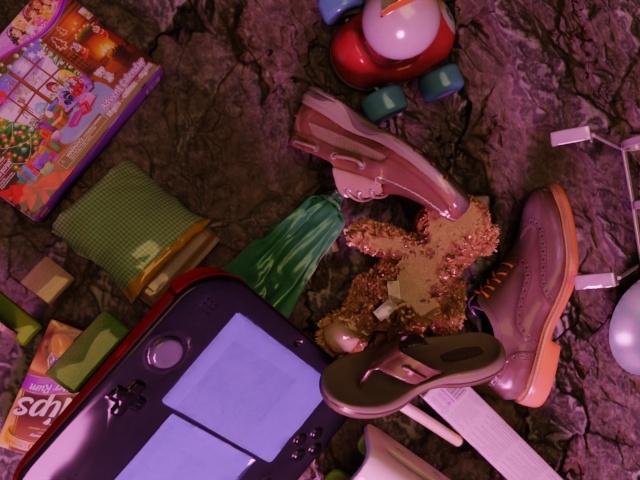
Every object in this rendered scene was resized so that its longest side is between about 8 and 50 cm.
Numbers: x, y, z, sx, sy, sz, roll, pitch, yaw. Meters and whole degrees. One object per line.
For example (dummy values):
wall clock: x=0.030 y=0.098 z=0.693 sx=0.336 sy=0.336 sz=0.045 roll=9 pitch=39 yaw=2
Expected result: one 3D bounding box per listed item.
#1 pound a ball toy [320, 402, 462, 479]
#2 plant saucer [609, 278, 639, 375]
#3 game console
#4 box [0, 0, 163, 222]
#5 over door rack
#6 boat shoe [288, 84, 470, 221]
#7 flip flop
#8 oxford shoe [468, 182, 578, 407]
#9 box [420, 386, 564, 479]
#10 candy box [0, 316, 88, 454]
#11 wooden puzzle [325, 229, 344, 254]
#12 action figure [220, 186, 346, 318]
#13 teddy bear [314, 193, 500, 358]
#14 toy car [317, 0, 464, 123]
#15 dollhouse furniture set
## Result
pound a ball toy: x=0.147 y=0.372 z=0.871 sx=0.319 sy=0.136 sz=0.208 roll=37 pitch=100 yaw=-7
plant saucer: x=0.592 y=0.150 z=1.022 sx=0.195 sy=0.037 sz=0.195 roll=-3 pitch=102 yaw=-14
game console: x=-0.139 y=0.249 z=0.797 sx=0.342 sy=0.060 sz=0.386 roll=-52 pitch=129 yaw=-11
box: x=-0.403 y=-0.201 z=0.872 sx=0.201 sy=0.057 sz=0.293 roll=36 pitch=81 yaw=-6
over door rack: x=0.499 y=-0.057 z=0.945 sx=0.324 sy=0.108 sz=0.240 roll=-5 pitch=86 yaw=-43
boat shoe: x=0.077 y=-0.112 z=0.887 sx=0.324 sy=0.123 sz=0.116 roll=40 pitch=104 yaw=31
flip flop: x=0.130 y=0.168 z=0.828 sx=0.277 sy=0.112 sz=0.080 roll=-10 pitch=127 yaw=-10
oxford shoe: x=0.318 y=0.078 z=0.959 sx=0.132 sy=0.130 sz=0.364 roll=11 pitch=83 yaw=-2
box: x=0.273 y=0.312 z=0.937 sx=0.324 sy=0.063 sz=0.067 roll=44 pitch=88 yaw=-14
candy box: x=-0.368 y=0.217 z=0.855 sx=0.109 sy=0.053 sz=0.187 roll=22 pitch=83 yaw=-9
wooden puzzle: x=0.000 y=0.000 z=0.961 sx=0.083 sy=0.006 sz=0.049 roll=-16 pitch=89 yaw=-11
action figure: x=-0.037 y=0.009 z=0.918 sx=0.137 sy=0.063 sz=0.232 roll=39 pitch=85 yaw=9
teddy bear: x=0.135 y=0.068 z=0.944 sx=0.245 sy=0.113 sz=0.338 roll=18 pitch=91 yaw=-3
toy car: x=0.132 y=-0.326 z=0.890 sx=0.210 sy=0.238 sz=0.219 roll=-23 pitch=91 yaw=-11
dollhouse furniture set: x=-0.292 y=0.024 z=0.800 sx=0.197 sy=0.151 sz=0.301 roll=40 pitch=69 yaw=-3
